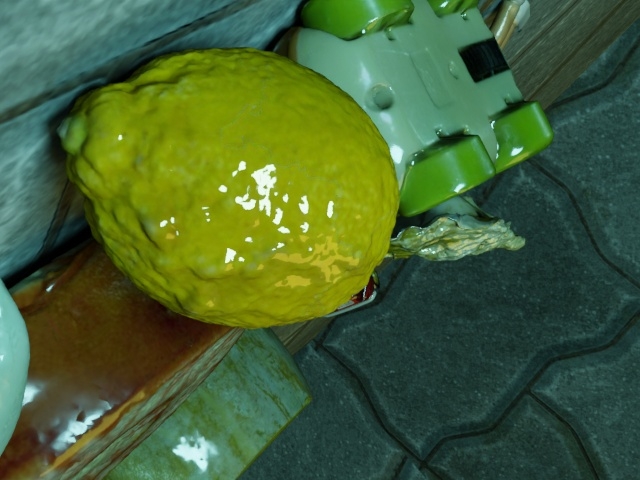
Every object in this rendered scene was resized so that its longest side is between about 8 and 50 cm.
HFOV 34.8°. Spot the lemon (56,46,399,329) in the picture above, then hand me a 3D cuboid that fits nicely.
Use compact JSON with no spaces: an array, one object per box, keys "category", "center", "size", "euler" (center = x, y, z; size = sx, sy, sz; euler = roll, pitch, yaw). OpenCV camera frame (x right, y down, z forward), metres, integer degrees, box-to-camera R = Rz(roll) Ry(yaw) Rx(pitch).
[{"category":"lemon","center":[-0.045,-0.027,0.515],"size":[0.187,0.142,0.142],"euler":[19,131,-32]}]

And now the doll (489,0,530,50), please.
[{"category":"doll","center":[0.137,-0.155,0.982],"size":[0.217,0.085,0.183],"euler":[-51,174,2]}]

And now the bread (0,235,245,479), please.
[{"category":"bread","center":[-0.187,0.114,0.722],"size":[0.295,0.114,0.327],"euler":[-38,173,-30]}]

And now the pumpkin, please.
[{"category":"pumpkin","center":[-0.169,0.219,1.161],"size":[0.332,0.199,0.332],"euler":[-38,172,-6]}]

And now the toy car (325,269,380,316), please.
[{"category":"toy car","center":[0.000,0.000,1.033],"size":[0.112,0.139,0.112],"euler":[-22,158,14]}]

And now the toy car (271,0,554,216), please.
[{"category":"toy car","center":[0.018,-0.075,0.696],"size":[0.235,0.145,0.235],"euler":[-27,-179,1]}]

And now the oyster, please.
[{"category":"oyster","center":[0.061,-0.011,0.687],"size":[0.146,0.122,0.045],"euler":[-25,126,-56]}]

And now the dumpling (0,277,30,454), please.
[{"category":"dumpling","center":[-0.220,0.079,0.484],"size":[0.216,0.149,0.105],"euler":[-57,142,0]}]
